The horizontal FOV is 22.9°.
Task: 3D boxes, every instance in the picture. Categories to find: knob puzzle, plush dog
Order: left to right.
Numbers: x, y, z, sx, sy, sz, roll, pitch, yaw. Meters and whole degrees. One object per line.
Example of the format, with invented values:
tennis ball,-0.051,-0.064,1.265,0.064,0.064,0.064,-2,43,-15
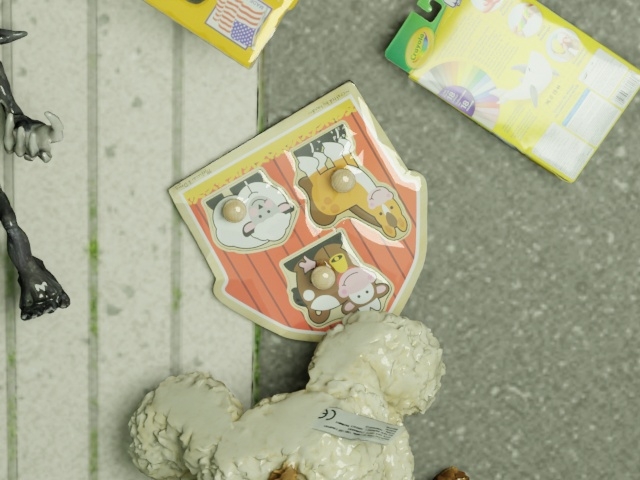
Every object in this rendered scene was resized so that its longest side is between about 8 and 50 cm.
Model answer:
knob puzzle,0.000,0.000,1.254,0.213,0.030,0.213,0,102,-1
plush dog,0.003,0.212,1.233,0.263,0.210,0.225,-21,128,6

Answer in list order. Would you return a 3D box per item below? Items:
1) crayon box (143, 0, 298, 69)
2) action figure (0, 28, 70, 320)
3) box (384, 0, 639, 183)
crayon box,-0.047,-0.316,1.161,0.203,0.083,0.323,33,99,-7
action figure,-0.271,-0.062,1.180,0.164,0.141,0.275,-19,102,-15
box,0.147,-0.135,1.222,0.179,0.043,0.105,33,100,-9
